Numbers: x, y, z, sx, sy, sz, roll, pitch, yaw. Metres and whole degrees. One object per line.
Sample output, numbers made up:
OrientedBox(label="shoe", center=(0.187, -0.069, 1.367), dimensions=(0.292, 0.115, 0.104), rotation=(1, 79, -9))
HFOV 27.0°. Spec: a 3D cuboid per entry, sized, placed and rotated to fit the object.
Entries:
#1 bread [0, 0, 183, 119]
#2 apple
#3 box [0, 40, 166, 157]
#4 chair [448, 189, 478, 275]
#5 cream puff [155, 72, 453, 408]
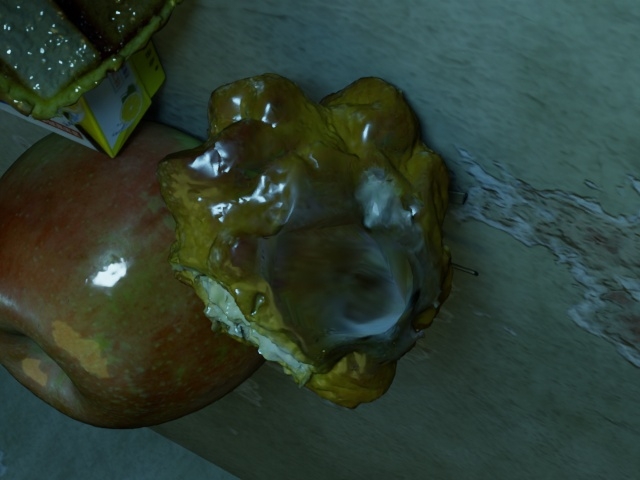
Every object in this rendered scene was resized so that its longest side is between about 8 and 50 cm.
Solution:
OrientedBox(label="bread", center=(-0.221, -0.202, 0.960), dimensions=(0.222, 0.181, 0.096), rotation=(45, 179, -34))
OrientedBox(label="apple", center=(-0.188, 0.039, 1.310), dimensions=(0.319, 0.277, 0.319), rotation=(30, 160, 12))
OrientedBox(label="box", center=(-0.282, -0.194, 1.170), dimensions=(0.265, 0.097, 0.168), rotation=(24, 158, 18))
OrientedBox(label="chair", center=(0.028, -0.011, 1.179), dimensions=(0.222, 0.104, 0.095), rotation=(19, 173, 24))
OrientedBox(label="cream puff", center=(0.000, 0.000, 1.017), dimensions=(0.155, 0.241, 0.268), rotation=(21, 122, 62))
